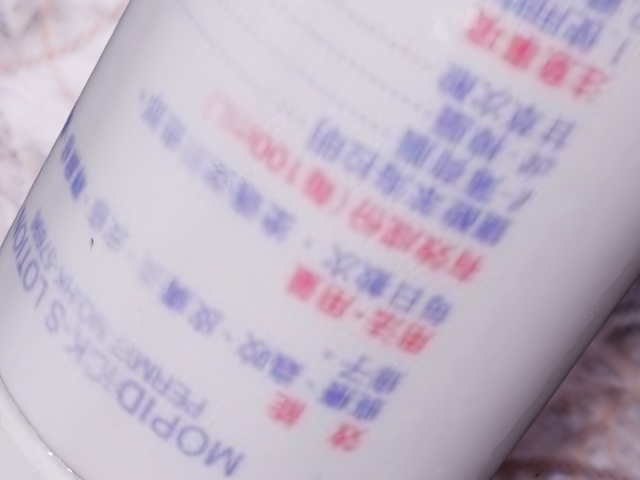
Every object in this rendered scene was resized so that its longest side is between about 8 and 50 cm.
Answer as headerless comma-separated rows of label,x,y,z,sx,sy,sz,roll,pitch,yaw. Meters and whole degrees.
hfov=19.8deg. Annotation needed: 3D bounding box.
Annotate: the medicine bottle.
medicine bottle,0.000,0.000,0.423,0.130,0.130,0.341,34,114,5
